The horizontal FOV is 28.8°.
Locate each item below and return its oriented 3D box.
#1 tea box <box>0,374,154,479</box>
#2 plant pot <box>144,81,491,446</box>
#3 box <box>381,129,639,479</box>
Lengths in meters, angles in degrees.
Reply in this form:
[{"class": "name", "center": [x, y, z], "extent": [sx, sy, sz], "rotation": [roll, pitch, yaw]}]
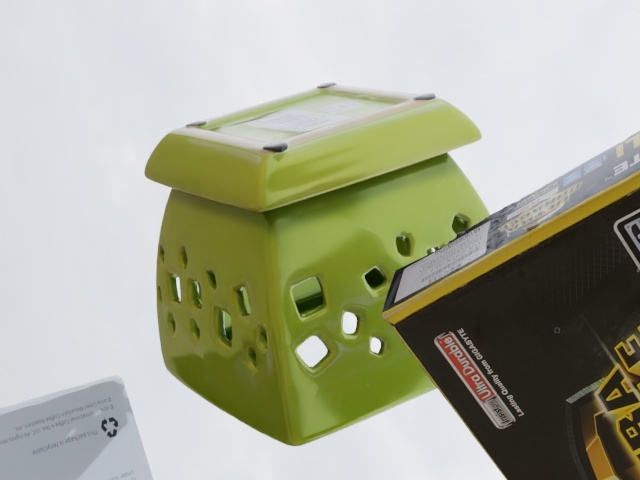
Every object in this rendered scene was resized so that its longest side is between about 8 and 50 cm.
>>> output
[{"class": "tea box", "center": [-0.351, 0.280, 1.045], "extent": [0.323, 0.329, 0.220], "rotation": [-22, -96, 40]}, {"class": "plant pot", "center": [0.000, 0.000, 0.962], "extent": [0.228, 0.227, 0.207], "rotation": [19, -57, 56]}, {"class": "box", "center": [0.234, 0.093, 0.745], "extent": [0.322, 0.257, 0.079], "rotation": [54, 20, -15]}]
